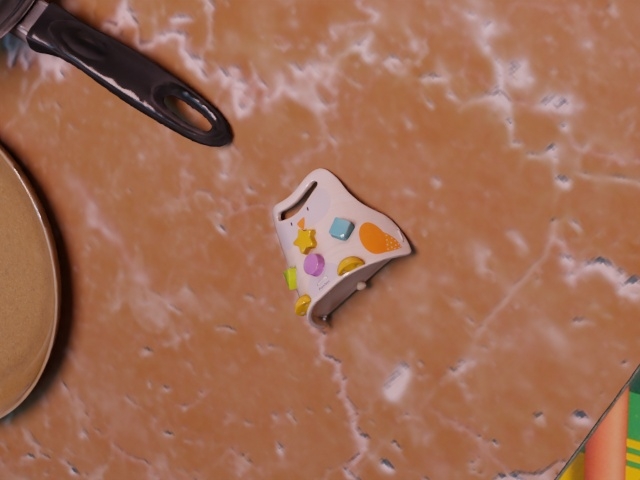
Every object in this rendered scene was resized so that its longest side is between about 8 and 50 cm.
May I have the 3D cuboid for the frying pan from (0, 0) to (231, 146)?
[{"bbox_3d":[-0.200,-0.180,1.040,0.326,0.053,0.197,13,77,-8],"label":"frying pan"}]

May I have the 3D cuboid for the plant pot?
[{"bbox_3d":[-0.267,0.014,1.159,0.236,0.032,0.236,9,109,28],"label":"plant pot"}]

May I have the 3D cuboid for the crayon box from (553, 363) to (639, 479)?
[{"bbox_3d":[0.237,0.244,0.874,0.313,0.106,0.363,39,120,16],"label":"crayon box"}]

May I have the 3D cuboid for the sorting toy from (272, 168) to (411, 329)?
[{"bbox_3d":[0.000,0.000,0.995,0.083,0.045,0.075,-43,61,32],"label":"sorting toy"}]
